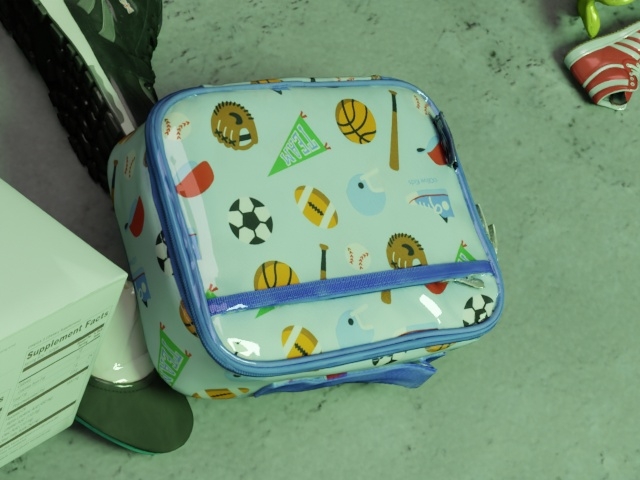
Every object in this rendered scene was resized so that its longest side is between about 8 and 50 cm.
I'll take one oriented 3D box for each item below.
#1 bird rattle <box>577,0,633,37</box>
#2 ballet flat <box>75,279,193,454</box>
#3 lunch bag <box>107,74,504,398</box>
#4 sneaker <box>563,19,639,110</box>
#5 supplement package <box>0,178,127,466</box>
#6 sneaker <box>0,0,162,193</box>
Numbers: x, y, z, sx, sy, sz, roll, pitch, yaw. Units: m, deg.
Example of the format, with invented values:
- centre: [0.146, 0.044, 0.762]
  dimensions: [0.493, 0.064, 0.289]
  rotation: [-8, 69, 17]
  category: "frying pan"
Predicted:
- centre: [0.263, -0.323, 1.301]
  dimensions: [0.143, 0.207, 0.254]
  rotation: [-19, 78, -22]
  category: "bird rattle"
- centre: [-0.200, 0.049, 1.088]
  dimensions: [0.280, 0.096, 0.095]
  rotation: [38, 42, 3]
  category: "ballet flat"
- centre: [0.000, 0.000, 1.114]
  dimensions: [0.303, 0.115, 0.243]
  rotation: [-7, 71, -35]
  category: "lunch bag"
- centre: [0.286, -0.160, 1.323]
  dimensions: [0.118, 0.042, 0.067]
  rotation: [-23, 71, -13]
  category: "sneaker"
- centre: [-0.303, 0.035, 0.974]
  dimensions: [0.262, 0.145, 0.204]
  rotation: [36, 33, 17]
  category: "supplement package"
- centre: [-0.167, -0.163, 1.190]
  dimensions: [0.124, 0.107, 0.283]
  rotation: [-24, 75, -27]
  category: "sneaker"
